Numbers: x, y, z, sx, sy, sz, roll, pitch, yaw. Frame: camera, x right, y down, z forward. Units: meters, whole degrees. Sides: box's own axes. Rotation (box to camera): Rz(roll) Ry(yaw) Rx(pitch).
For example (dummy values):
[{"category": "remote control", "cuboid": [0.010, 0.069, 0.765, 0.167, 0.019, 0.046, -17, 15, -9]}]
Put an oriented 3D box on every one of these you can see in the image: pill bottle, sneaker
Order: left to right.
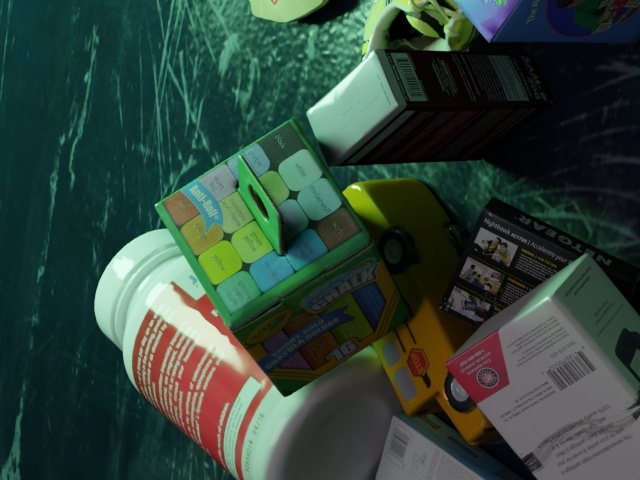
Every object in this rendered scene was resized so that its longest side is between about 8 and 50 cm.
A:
[{"category": "pill bottle", "cuboid": [-0.097, 0.150, 2.116, 0.407, 0.229, 0.229, 35, 119, 39]}, {"category": "sneaker", "cuboid": [0.169, -0.281, 1.793, 0.145, 0.147, 0.385, 33, 145, -6]}]

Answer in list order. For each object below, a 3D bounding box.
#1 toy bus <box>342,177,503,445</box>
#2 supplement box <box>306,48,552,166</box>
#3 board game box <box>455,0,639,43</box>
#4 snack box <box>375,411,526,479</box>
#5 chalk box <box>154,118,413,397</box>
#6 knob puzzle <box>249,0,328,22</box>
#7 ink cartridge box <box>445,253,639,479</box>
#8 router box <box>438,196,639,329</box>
[{"category": "toy bus", "cuboid": [0.123, 0.084, 1.958, 0.130, 0.108, 0.333, -44, 62, 40]}, {"category": "supplement box", "cuboid": [0.119, -0.143, 1.841, 0.130, 0.239, 0.073, -39, 64, 42]}, {"category": "board game box", "cuboid": [0.304, -0.342, 1.625, 0.078, 0.233, 0.347, 55, 129, 28]}, {"category": "snack box", "cuboid": [0.127, 0.385, 2.021, 0.187, 0.060, 0.322, 33, 117, 41]}, {"category": "chalk box", "cuboid": [-0.043, 0.012, 1.810, 0.179, 0.289, 0.180, -33, 62, 0]}, {"category": "knob puzzle", "cuboid": [-0.035, -0.358, 2.139, 0.213, 0.030, 0.213, 3, 95, 49]}, {"category": "ink cartridge box", "cuboid": [0.273, 0.161, 1.748, 0.237, 0.100, 0.172, 50, 133, -1]}, {"category": "router box", "cuboid": [0.232, 0.053, 1.826, 0.179, 0.046, 0.133, 27, 117, 10]}]
